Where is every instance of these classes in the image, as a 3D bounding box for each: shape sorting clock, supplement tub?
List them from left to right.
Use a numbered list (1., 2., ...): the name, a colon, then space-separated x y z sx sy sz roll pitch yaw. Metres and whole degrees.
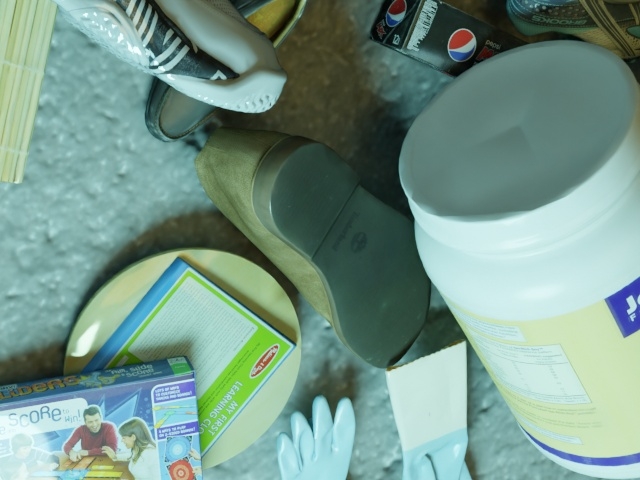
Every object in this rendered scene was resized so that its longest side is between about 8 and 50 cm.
1. shape sorting clock: -0.115 0.102 1.473 0.206 0.040 0.206 -6 109 -16
2. supplement tub: 0.224 0.019 1.487 0.241 0.241 0.331 -43 130 -11

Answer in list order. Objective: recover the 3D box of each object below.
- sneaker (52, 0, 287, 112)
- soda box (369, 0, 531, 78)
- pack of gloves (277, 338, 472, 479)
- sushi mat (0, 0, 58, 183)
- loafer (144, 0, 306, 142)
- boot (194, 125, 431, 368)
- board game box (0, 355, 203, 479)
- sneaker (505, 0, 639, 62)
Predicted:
1. sneaker: -0.127 -0.245 1.156 0.366 0.137 0.210 34 90 -29
2. soda box: 0.129 -0.163 1.516 0.169 0.060 0.053 21 95 -32
3. pack of gloves: 0.048 0.210 1.601 0.195 0.046 0.232 -21 123 -22
4. sushi mat: -0.264 -0.202 1.320 0.151 0.019 0.317 8 100 -28
5. loafer: -0.077 -0.148 1.410 0.062 0.061 0.170 38 86 -32
6. boot: 0.000 0.000 1.482 0.112 0.115 0.305 -55 139 -16
7. board game box: -0.198 0.177 1.430 0.201 0.035 0.136 -8 111 -15
8. sneaker: 0.273 -0.211 1.571 0.283 0.110 0.122 12 129 -40
